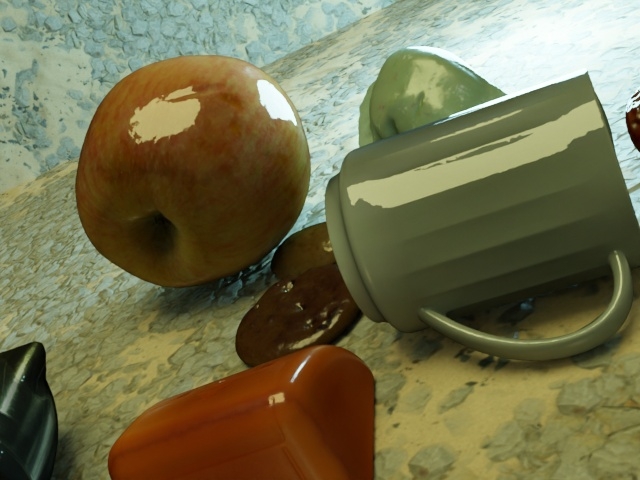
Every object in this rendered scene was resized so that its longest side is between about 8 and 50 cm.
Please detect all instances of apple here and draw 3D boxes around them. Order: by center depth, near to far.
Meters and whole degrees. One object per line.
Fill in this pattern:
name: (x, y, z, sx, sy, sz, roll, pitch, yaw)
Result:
apple: (-0.217, -0.108, 1.419, 0.391, 0.391, 0.347, -15, 40, 26)

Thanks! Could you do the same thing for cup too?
cup: (0.195, -0.002, 0.979, 0.326, 0.237, 0.323, -19, 56, 18)

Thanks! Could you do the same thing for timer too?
timer: (-0.075, 0.219, 0.941, 0.257, 0.161, 0.250, -22, 10, 15)

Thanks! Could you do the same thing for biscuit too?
biscuit: (-0.032, 0.103, 1.202, 0.212, 0.036, 0.212, -24, 25, 12)

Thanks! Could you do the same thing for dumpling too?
dumpling: (0.184, -0.176, 1.360, 0.211, 0.270, 0.320, -2, -2, -5)

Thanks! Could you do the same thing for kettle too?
kettle: (-0.475, 0.301, 1.110, 0.321, 0.228, 0.324, -56, 13, 15)

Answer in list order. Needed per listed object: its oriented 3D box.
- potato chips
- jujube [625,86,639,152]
potato chips: (0.000, 0.000, 1.364, 0.201, 0.049, 0.150, -17, 20, 38)
jujube: (0.514, -0.179, 1.015, 0.290, 0.197, 0.197, -22, 20, 51)
